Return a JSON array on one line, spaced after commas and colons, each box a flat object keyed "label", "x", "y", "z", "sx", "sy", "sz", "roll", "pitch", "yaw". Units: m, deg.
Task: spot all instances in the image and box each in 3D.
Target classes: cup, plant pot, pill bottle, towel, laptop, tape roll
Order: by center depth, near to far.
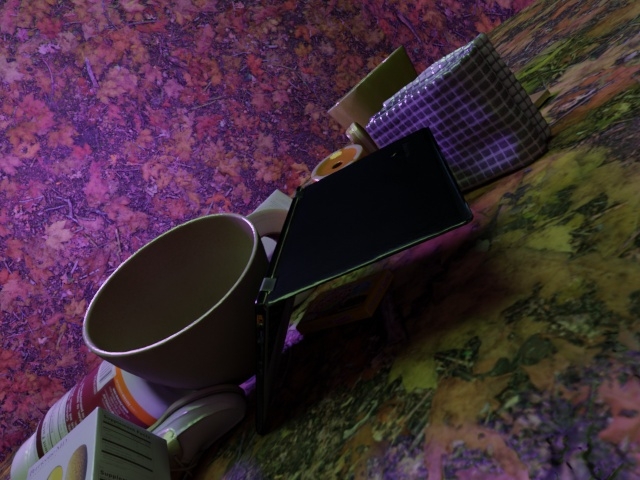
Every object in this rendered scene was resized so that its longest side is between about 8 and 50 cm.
[{"label": "laptop", "x": 0.045, "y": 0.046, "z": 0.701, "sx": 0.382, "sy": 0.236, "sz": 0.408, "roll": -78, "pitch": -5, "yaw": -60}, {"label": "cup", "x": -0.212, "y": 0.141, "z": 0.784, "sx": 0.331, "sy": 0.237, "sz": 0.331, "roll": -18, "pitch": 36, "yaw": 14}, {"label": "towel", "x": 0.247, "y": -0.208, "z": 0.809, "sx": 0.283, "sy": 0.235, "sz": 0.121, "roll": -26, "pitch": 26, "yaw": 51}, {"label": "pill bottle", "x": -0.431, "y": 0.381, "z": 0.877, "sx": 0.392, "sy": 0.224, "sz": 0.224, "roll": -41, "pitch": 13, "yaw": 11}, {"label": "plant pot", "x": 0.080, "y": -0.101, "z": 0.938, "sx": 0.205, "sy": 0.188, "sz": 0.205, "roll": -27, "pitch": 27, "yaw": 15}, {"label": "tape roll", "x": -0.132, "y": 0.047, "z": 1.058, "sx": 0.246, "sy": 0.246, "sz": 0.169, "roll": -46, "pitch": 13, "yaw": -17}, {"label": "plant pot", "x": 0.219, "y": -0.358, "z": 1.240, "sx": 0.275, "sy": 0.293, "sz": 0.275, "roll": -40, "pitch": 13, "yaw": 11}]

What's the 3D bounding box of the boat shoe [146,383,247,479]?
[{"label": "boat shoe", "x": -0.249, "y": 0.360, "z": 0.717, "sx": 0.302, "sy": 0.113, "sz": 0.103, "roll": -34, "pitch": 40, "yaw": 7}]

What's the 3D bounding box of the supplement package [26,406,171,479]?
[{"label": "supplement package", "x": -0.280, "y": 0.364, "z": 0.526, "sx": 0.139, "sy": 0.134, "sz": 0.244, "roll": -43, "pitch": 33, "yaw": -2}]

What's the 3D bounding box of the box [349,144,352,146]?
[{"label": "box", "x": 0.088, "y": -0.238, "z": 1.562, "sx": 0.180, "sy": 0.147, "sz": 0.077, "roll": -33, "pitch": 16, "yaw": 32}]

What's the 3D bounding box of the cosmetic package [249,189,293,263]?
[{"label": "cosmetic package", "x": -0.211, "y": 0.024, "z": 1.431, "sx": 0.365, "sy": 0.155, "sz": 0.197, "roll": -51, "pitch": -10, "yaw": -30}]

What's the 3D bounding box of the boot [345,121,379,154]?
[{"label": "boot", "x": 0.067, "y": -0.164, "z": 1.064, "sx": 0.203, "sy": 0.095, "sz": 0.262, "roll": -29, "pitch": -30, "yaw": 11}]

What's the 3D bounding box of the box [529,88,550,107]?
[{"label": "box", "x": 0.406, "y": -0.258, "z": 0.972, "sx": 0.201, "sy": 0.021, "sz": 0.164, "roll": -44, "pitch": 13, "yaw": -11}]

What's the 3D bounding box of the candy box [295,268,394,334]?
[{"label": "candy box", "x": 0.041, "y": 0.119, "z": 0.795, "sx": 0.206, "sy": 0.027, "sz": 0.105, "roll": -28, "pitch": 16, "yaw": 47}]
